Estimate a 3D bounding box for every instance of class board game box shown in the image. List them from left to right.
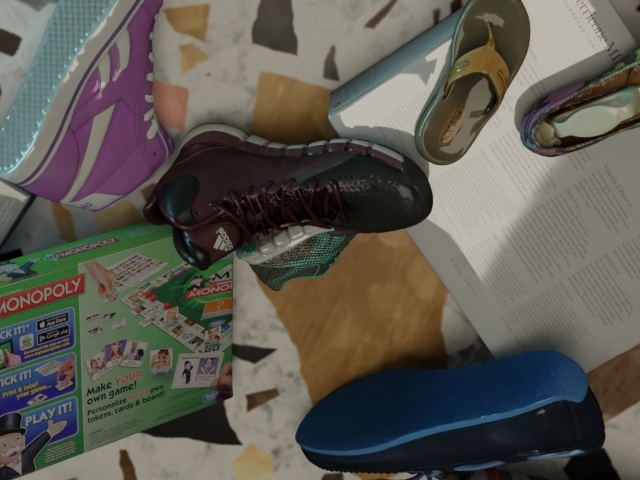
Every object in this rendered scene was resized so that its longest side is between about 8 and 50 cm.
[{"bbox_3d":[-0.222,0.102,1.509,0.317,0.046,0.213,-17,119,-37],"label":"board game box"}]

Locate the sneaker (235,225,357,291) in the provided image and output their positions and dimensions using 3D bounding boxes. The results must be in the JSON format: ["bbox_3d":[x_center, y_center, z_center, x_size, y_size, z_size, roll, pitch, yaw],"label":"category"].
[{"bbox_3d":[0.000,0.000,1.578,0.166,0.065,0.076,-20,125,11],"label":"sneaker"}]

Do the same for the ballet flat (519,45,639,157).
[{"bbox_3d":[0.288,-0.133,1.407,0.221,0.079,0.077,-25,106,8],"label":"ballet flat"}]

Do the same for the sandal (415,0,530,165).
[{"bbox_3d":[0.142,-0.146,1.419,0.072,0.049,0.180,23,108,-7],"label":"sandal"}]

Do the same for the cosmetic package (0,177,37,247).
[{"bbox_3d":[-0.410,-0.072,1.529,0.238,0.107,0.127,34,107,-8],"label":"cosmetic package"}]

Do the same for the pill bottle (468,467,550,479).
[{"bbox_3d":[0.302,0.372,1.623,0.363,0.210,0.210,12,110,-3],"label":"pill bottle"}]

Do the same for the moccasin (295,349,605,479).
[{"bbox_3d":[0.125,0.206,1.555,0.342,0.138,0.117,-10,127,40],"label":"moccasin"}]

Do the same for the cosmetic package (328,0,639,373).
[{"bbox_3d":[0.227,-0.061,1.524,0.284,0.097,0.377,-31,107,14],"label":"cosmetic package"}]

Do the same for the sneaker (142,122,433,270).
[{"bbox_3d":[-0.044,-0.020,1.457,0.281,0.162,0.106,8,131,29],"label":"sneaker"}]

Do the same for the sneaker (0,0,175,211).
[{"bbox_3d":[-0.193,-0.162,1.508,0.161,0.102,0.282,25,98,-37],"label":"sneaker"}]
